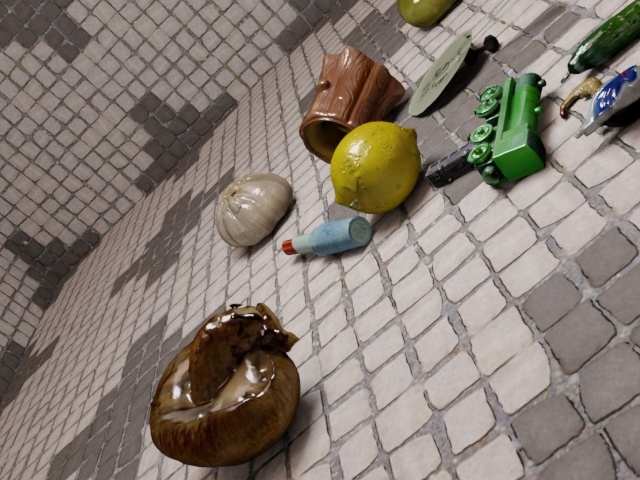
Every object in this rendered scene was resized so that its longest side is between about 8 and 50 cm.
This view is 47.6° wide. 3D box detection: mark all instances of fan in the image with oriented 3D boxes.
[{"bbox_3d":[0.316,-0.417,1.595,0.415,0.012,0.233,-43,21,50],"label":"fan"}]

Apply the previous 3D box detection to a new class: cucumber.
[{"bbox_3d":[0.494,-0.348,1.190,0.250,0.056,0.056,-38,23,16],"label":"cucumber"}]

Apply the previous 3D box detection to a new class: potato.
[{"bbox_3d":[0.313,-0.706,2.033,0.228,0.148,0.197,-40,37,11],"label":"potato"}]

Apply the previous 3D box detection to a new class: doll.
[{"bbox_3d":[0.444,-0.211,1.037,0.195,0.070,0.096,-41,-8,8],"label":"doll"}]

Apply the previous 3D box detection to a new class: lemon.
[{"bbox_3d":[0.109,-0.144,1.404,0.206,0.173,0.173,-43,20,-13],"label":"lemon"}]

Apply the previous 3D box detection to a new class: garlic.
[{"bbox_3d":[-0.181,-0.086,1.878,0.228,0.152,0.228,-43,16,16],"label":"garlic"}]

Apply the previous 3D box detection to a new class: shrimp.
[{"bbox_3d":[0.420,-0.223,1.158,0.083,0.023,0.114,-45,16,15],"label":"shrimp"}]

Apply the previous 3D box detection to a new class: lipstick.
[{"bbox_3d":[0.000,0.000,1.506,0.274,0.061,0.068,-13,42,54],"label":"lipstick"}]

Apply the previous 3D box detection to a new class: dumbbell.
[{"bbox_3d":[0.354,-0.420,1.604,0.083,0.036,0.040,-25,33,44],"label":"dumbbell"}]

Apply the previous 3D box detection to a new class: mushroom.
[{"bbox_3d":[-0.141,0.237,1.177,0.283,0.195,0.263,-59,26,17],"label":"mushroom"}]

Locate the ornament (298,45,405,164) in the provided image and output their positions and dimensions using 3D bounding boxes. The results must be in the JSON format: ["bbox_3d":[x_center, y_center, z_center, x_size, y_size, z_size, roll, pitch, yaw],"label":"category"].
[{"bbox_3d":[0.070,-0.306,1.748,0.235,0.221,0.217,91,-162,-55],"label":"ornament"}]

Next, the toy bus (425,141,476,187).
[{"bbox_3d":[0.251,-0.142,1.317,0.131,0.037,0.052,-30,22,40],"label":"toy bus"}]

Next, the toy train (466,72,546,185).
[{"bbox_3d":[0.321,-0.193,1.221,0.119,0.085,0.251,-21,35,38],"label":"toy train"}]
